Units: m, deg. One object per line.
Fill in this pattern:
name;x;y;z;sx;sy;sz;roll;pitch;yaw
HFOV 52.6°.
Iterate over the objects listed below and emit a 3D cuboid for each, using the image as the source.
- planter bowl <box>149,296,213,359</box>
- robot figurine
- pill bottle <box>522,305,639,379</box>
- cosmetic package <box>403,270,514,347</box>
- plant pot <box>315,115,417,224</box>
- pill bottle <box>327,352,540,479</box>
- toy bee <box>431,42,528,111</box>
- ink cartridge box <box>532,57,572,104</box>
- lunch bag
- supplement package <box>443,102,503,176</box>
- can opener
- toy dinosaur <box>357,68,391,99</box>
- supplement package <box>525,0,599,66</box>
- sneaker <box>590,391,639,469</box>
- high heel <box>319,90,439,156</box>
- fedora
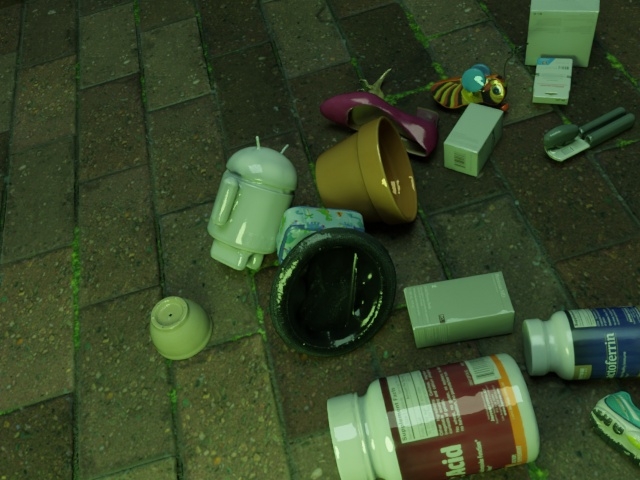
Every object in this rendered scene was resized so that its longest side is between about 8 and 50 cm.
planter bowl;-0.370;0.211;1.664;0.162;0.109;0.162;-6;53;8
robot figurine;-0.179;-0.099;1.738;0.200;0.300;0.353;23;101;23
pill bottle;0.586;0.226;1.413;0.265;0.153;0.153;-5;53;10
cosmetic package;0.331;0.166;1.546;0.238;0.107;0.127;-13;49;6
plant pot;0.118;-0.167;1.747;0.204;0.291;0.290;-14;51;22
pill bottle;0.224;0.380;1.334;0.393;0.224;0.224;-13;52;3
toy bee;0.488;-0.448;1.938;0.195;0.162;0.298;-32;13;-34
ink cartridge box;0.702;-0.472;1.963;0.104;0.060;0.180;8;56;17
lunch bag;0.000;0.000;1.676;0.219;0.176;0.090;4;50;-16
supplement package;0.440;-0.291;1.859;0.105;0.105;0.179;22;62;26
can opener;0.756;-0.304;1.814;0.281;0.093;0.074;-24;52;-11
toy dinosaur;0.166;-0.488;2.112;0.093;0.053;0.183;19;66;7
supplement package;0.748;-0.668;2.010;0.194;0.203;0.149;7;55;17
sneaker;0.680;0.410;1.292;0.110;0.107;0.275;-29;53;-21
high heel;0.167;-0.345;1.940;0.378;0.127;0.181;7;45;14
fedora;0.021;0.111;1.575;0.334;0.333;0.152;-20;22;-3
